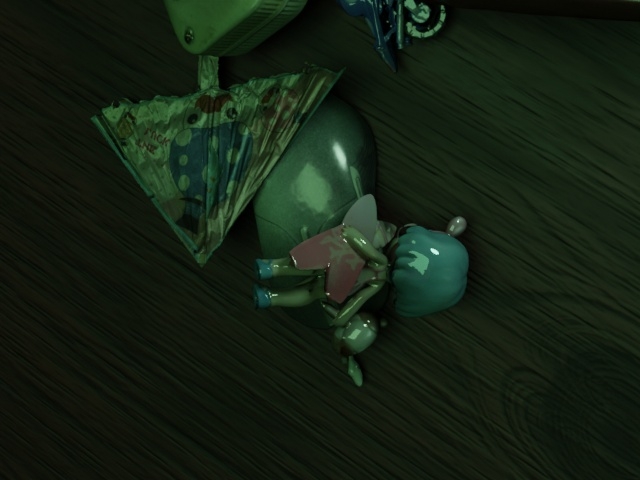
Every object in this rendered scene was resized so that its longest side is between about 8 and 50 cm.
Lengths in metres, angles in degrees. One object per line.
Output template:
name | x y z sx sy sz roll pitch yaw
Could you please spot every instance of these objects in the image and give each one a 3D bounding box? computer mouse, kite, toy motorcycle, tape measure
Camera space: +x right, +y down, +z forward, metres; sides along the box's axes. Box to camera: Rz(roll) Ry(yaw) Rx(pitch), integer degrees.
computer mouse | 0.000 0.000 1.431 0.167 0.090 0.379 -12 94 23
kite | -0.136 -0.148 1.453 0.406 0.014 0.369 -5 79 33
toy motorcycle | 0.055 -0.302 1.371 0.114 0.076 0.205 -40 92 20
tape measure | -0.116 -0.352 1.366 0.207 0.115 0.235 -30 76 42

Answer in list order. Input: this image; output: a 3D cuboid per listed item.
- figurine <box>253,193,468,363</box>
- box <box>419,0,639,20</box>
figurine | 0.050 0.060 1.355 0.260 0.103 0.205 -5 109 -17
box | 0.247 -0.354 1.236 0.403 0.108 0.263 9 69 19
